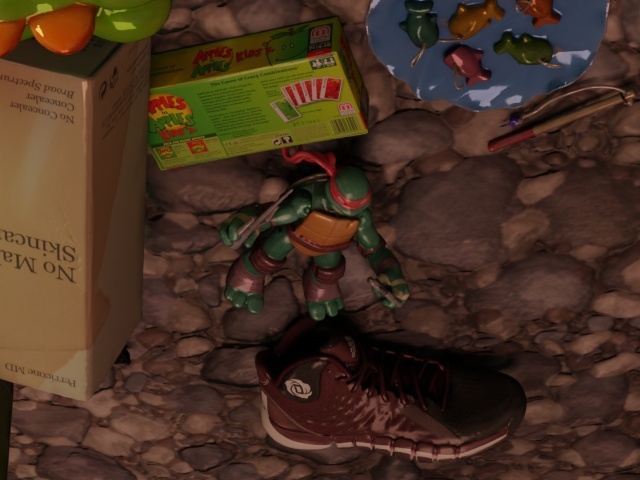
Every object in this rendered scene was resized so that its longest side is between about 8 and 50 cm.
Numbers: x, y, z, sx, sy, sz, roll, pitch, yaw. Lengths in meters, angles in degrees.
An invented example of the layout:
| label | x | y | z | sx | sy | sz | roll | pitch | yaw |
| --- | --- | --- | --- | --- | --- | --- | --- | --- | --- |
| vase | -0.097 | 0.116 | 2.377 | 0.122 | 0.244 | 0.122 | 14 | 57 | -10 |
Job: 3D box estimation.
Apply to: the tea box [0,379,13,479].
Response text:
| label | x | y | z | sx | sy | sz | roll | pitch | yaw |
| --- | --- | --- | --- | --- | --- | --- | --- | --- | --- |
| tea box | -0.442 | 0.139 | 1.077 | 0.220 | 0.323 | 0.329 | -28 | 119 | 7 |

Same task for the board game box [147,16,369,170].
| label | x | y | z | sx | sy | sz | roll | pitch | yaw |
| --- | --- | --- | --- | --- | --- | --- | --- | --- | --- |
| board game box | -0.060 | -0.116 | 1.038 | 0.181 | 0.043 | 0.092 | -9 | 139 | 15 |

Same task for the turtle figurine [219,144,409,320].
| label | x | y | z | sx | sy | sz | roll | pitch | yaw |
| --- | --- | --- | --- | --- | --- | --- | --- | --- | --- |
| turtle figurine | 0.000 | 0.000 | 1.122 | 0.175 | 0.118 | 0.234 | 23 | 152 | -8 |

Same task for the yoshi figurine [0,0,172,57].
| label | x | y | z | sx | sy | sz | roll | pitch | yaw |
| --- | --- | --- | --- | --- | --- | --- | --- | --- | --- |
| yoshi figurine | -0.254 | -0.239 | 0.842 | 0.362 | 0.203 | 0.203 | 18 | 100 | 4 |

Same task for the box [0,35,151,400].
| label | x | y | z | sx | sy | sz | roll | pitch | yaw |
| --- | --- | --- | --- | --- | --- | --- | --- | --- | --- |
| box | -0.222 | -0.036 | 1.014 | 0.148 | 0.121 | 0.311 | 13 | 127 | 9 |

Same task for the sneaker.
| label | x | y | z | sx | sy | sz | roll | pitch | yaw |
| --- | --- | --- | --- | --- | --- | --- | --- | --- | --- |
| sneaker | 0.063 | 0.143 | 1.307 | 0.282 | 0.106 | 0.162 | -5 | 138 | 11 |

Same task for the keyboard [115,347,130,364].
| label | x | y | z | sx | sy | sz | roll | pitch | yaw |
| --- | --- | --- | --- | --- | --- | --- | --- | --- | --- |
| keyboard | -0.246 | 0.071 | 1.302 | 0.108 | 0.023 | 0.180 | -3 | 142 | 18 |

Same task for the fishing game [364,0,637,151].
| label | x | y | z | sx | sy | sz | roll | pitch | yaw |
| --- | --- | --- | --- | --- | --- | --- | --- | --- | --- |
| fishing game | 0.128 | -0.157 | 0.979 | 0.189 | 0.041 | 0.264 | -20 | 136 | 30 |
